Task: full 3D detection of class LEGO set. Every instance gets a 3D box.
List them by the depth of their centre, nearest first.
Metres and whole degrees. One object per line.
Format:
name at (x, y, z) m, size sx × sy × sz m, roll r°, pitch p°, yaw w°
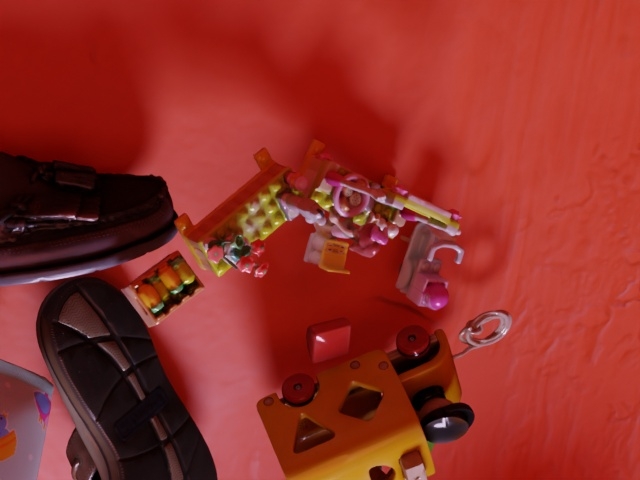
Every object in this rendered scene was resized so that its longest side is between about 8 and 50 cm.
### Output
LEGO set at (0.000, 0.000, 1.387) m, size 0.287 × 0.107 × 0.132 m, roll -5°, pitch 107°, yaw -36°

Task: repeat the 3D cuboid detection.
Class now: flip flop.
flip flop at (-0.165, 0.158, 1.494) m, size 0.112 × 0.080 × 0.277 m, roll -37°, pitch 113°, yaw -39°

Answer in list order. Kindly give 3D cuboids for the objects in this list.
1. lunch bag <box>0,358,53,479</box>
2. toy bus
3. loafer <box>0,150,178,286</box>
lunch bag at (-0.341, 0.168, 1.339) m, size 0.160 × 0.223 × 0.262 m, roll -14°, pitch 147°, yaw 40°
toy bus at (0.053, 0.150, 1.486) m, size 0.191 × 0.104 × 0.202 m, roll 10°, pitch 130°, yaw -36°
loafer at (-0.257, -0.022, 1.366) m, size 0.302 × 0.109 × 0.095 m, roll -8°, pitch 115°, yaw -6°
